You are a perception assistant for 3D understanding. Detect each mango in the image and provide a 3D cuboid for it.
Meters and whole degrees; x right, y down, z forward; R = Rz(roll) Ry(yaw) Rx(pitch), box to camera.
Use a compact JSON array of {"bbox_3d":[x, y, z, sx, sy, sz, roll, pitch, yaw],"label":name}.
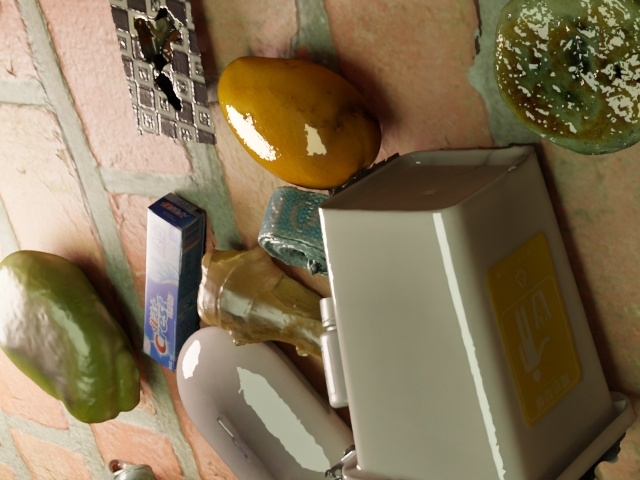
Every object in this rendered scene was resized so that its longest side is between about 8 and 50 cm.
[{"bbox_3d":[-0.030,-0.135,1.475,0.219,0.112,0.144,31,141,36],"label":"mango"}]

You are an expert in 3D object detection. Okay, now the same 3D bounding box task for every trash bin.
[{"bbox_3d":[0.131,0.100,1.412,0.296,0.256,0.367,3,115,43],"label":"trash bin"}]

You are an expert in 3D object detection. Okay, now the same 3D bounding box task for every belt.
[{"bbox_3d":[-0.001,-0.001,1.510,0.148,0.082,0.163,15,171,26],"label":"belt"}]

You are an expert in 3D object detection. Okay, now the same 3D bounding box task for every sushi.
[{"bbox_3d":[-0.179,-0.211,1.606,0.139,0.031,0.201,14,125,36],"label":"sushi"}]

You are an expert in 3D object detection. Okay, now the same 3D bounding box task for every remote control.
[{"bbox_3d":[-0.065,0.253,1.802,0.332,0.103,0.221,49,134,1],"label":"remote control"}]

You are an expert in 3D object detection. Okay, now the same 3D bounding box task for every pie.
[{"bbox_3d":[0.240,-0.161,1.254,0.187,0.041,0.186,24,132,29],"label":"pie"}]

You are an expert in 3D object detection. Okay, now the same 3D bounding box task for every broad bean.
[{"bbox_3d":[-0.380,0.144,1.994,0.291,0.119,0.238,53,140,-3],"label":"broad bean"}]

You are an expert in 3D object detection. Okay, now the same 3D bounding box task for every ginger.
[{"bbox_3d":[-0.035,0.112,1.684,0.294,0.086,0.131,37,107,6],"label":"ginger"}]

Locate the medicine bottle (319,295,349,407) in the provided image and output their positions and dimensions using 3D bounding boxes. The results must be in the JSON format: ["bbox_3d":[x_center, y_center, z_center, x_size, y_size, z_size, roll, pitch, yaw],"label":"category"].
[{"bbox_3d":[0.041,0.129,1.598,0.080,0.080,0.130,-18,77,48],"label":"medicine bottle"}]

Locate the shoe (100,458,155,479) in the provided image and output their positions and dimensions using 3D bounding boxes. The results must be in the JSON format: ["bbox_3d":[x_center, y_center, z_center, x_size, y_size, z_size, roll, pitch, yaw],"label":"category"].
[{"bbox_3d":[-0.314,0.387,2.173,0.195,0.079,0.078,125,137,-57],"label":"shoe"}]

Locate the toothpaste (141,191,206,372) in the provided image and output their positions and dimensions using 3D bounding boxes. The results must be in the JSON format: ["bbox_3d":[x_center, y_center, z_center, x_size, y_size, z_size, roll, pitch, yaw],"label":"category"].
[{"bbox_3d":[-0.199,0.061,1.816,0.066,0.053,0.272,30,137,22],"label":"toothpaste"}]
